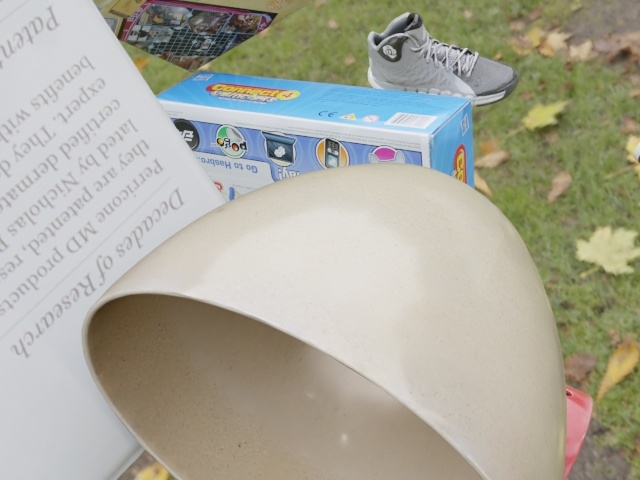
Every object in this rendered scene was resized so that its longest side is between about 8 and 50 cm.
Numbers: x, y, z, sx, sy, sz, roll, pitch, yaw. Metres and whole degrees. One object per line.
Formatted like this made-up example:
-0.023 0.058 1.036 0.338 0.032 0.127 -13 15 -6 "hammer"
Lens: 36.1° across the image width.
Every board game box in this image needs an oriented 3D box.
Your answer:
0.000 0.000 0.971 0.308 0.302 0.086 12 34 30 "board game box"
-0.121 -0.257 0.983 0.243 0.165 0.042 -19 61 43 "board game box"

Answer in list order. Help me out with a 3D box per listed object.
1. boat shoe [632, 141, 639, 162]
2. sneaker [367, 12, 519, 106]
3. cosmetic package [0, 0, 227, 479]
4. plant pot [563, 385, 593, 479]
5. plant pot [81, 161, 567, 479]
0.318 -0.093 0.796 0.137 0.049 0.043 -34 60 -11 "boat shoe"
0.171 -0.269 1.430 0.229 0.132 0.086 6 53 18 "sneaker"
-0.309 -0.019 0.682 0.329 0.393 0.327 15 55 48 "cosmetic package"
0.343 0.318 1.656 0.174 0.191 0.191 21 62 9 "plant pot"
0.029 0.063 0.595 0.284 0.284 0.191 3 45 39 "plant pot"
